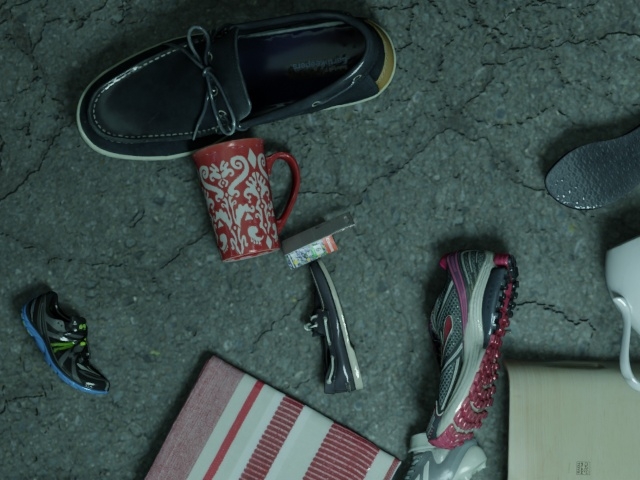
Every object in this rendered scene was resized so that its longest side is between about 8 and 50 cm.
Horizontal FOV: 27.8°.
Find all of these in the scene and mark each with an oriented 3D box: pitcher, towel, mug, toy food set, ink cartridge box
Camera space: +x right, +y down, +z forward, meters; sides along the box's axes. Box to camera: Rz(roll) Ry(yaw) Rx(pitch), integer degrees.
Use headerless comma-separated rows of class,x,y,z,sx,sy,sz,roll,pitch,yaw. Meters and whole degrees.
pitcher,0.469,0.099,1.836,0.178,0.125,0.207,-21,85,-31
towel,-0.077,0.350,1.926,0.329,0.037,0.237,28,85,7
mug,-0.105,-0.063,1.941,0.150,0.113,0.169,-13,85,10
toy food set,0.367,0.325,1.862,0.220,0.092,0.306,2,85,-5
ink cartridge box,0.000,0.000,1.943,0.115,0.063,0.029,-24,111,2

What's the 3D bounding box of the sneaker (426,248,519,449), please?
sneaker,0.205,0.158,1.882,0.112,0.121,0.299,9,71,23

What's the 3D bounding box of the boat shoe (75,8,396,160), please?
boat shoe,-0.136,-0.243,1.946,0.500,0.156,0.187,-11,84,6

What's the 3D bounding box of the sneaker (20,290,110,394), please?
sneaker,-0.381,0.156,1.966,0.078,0.067,0.188,-40,78,7

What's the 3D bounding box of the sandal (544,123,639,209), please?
sandal,0.450,-0.118,1.921,0.254,0.054,0.097,-26,88,-7

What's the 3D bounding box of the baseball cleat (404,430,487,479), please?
baseball cleat,0.141,0.350,1.891,0.206,0.072,0.109,-35,74,-8

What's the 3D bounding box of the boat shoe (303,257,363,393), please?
boat shoe,0.008,0.129,1.923,0.065,0.075,0.206,-17,86,1
